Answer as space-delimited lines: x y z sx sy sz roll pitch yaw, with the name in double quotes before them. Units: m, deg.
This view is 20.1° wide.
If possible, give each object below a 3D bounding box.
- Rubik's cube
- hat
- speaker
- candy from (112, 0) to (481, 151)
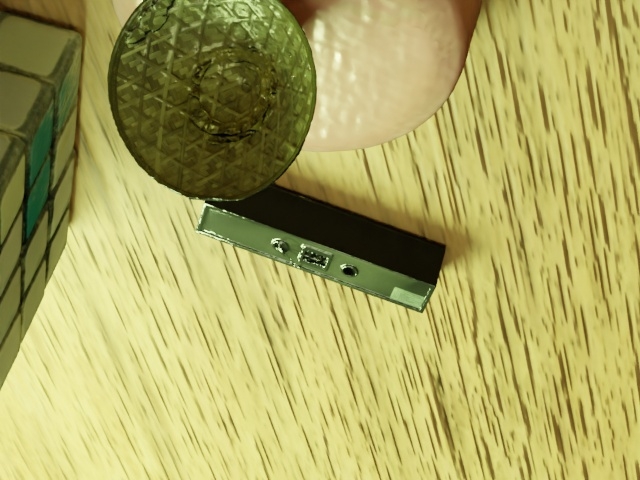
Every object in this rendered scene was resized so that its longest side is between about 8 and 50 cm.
"Rubik's cube" -0.338 -0.025 1.352 0.253 0.259 0.256 17 140 3
"hat" -0.058 -0.100 1.172 0.146 0.067 0.146 3 97 21
"speaker" 0.000 0.000 1.418 0.191 0.046 0.040 20 141 -2
"candy" -0.022 -0.168 1.196 0.255 0.094 0.255 10 141 9
